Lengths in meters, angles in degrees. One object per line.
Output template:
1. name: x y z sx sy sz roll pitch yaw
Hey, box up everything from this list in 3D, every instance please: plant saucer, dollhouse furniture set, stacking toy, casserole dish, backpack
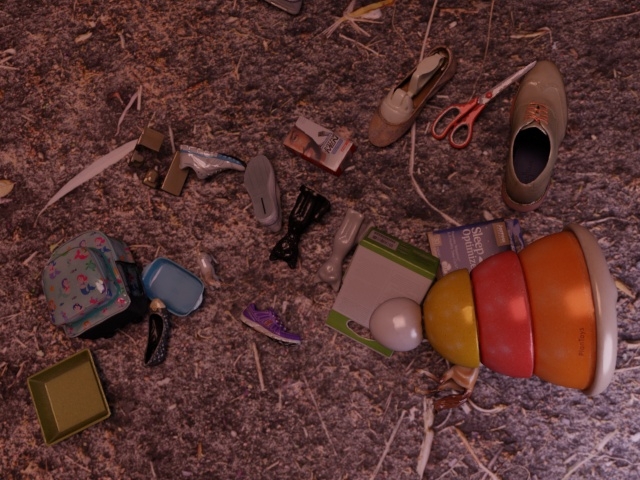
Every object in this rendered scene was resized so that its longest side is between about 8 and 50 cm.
1. plant saucer: -0.636 0.400 1.561 0.188 0.045 0.188 -27 73 4
2. dollhouse furniture set: -0.448 -0.212 1.688 0.151 0.123 0.144 23 80 -20
3. stacking toy: 0.339 0.153 1.283 0.479 0.350 0.351 -4 75 10
4. casserole dish: -0.382 0.122 1.588 0.188 0.037 0.114 29 83 15
5. backpack: -0.585 0.104 1.556 0.225 0.191 0.254 -28 65 11

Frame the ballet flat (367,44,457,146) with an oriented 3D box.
1. ballet flat: 0.229 -0.381 1.563 0.107 0.106 0.316 38 86 17

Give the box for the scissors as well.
1. scissors: 0.404 -0.361 1.536 0.109 0.021 0.297 44 102 20

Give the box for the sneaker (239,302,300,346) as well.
1. sneaker: -0.119 0.206 1.504 0.169 0.068 0.071 27 77 16

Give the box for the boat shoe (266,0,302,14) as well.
1. boat shoe: -0.164 -0.731 1.734 0.267 0.088 0.096 28 59 10

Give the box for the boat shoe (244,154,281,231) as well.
1. boat shoe: -0.147 -0.118 1.585 0.083 0.076 0.226 -16 54 11

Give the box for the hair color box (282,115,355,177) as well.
1. hair color box: -0.003 -0.247 1.601 0.167 0.053 0.093 29 84 17

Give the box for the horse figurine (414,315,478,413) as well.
1. horse figurine: 0.304 0.269 1.404 0.174 0.066 0.264 2 69 4

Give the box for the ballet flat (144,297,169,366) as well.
1. ballet flat: -0.417 0.234 1.544 0.057 0.049 0.173 -1 87 24

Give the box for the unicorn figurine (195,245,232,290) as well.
1. unicorn figurine: -0.276 0.081 1.538 0.060 0.111 0.162 -40 73 -2

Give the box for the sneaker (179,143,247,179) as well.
1. sneaker: -0.291 -0.200 1.637 0.190 0.071 0.083 13 96 6

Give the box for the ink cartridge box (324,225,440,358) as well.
1. ink cartridge box: 0.143 0.125 1.457 0.188 0.097 0.255 27 117 7

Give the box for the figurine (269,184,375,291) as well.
1. figurine: 0.000 0.000 1.530 0.214 0.092 0.210 27 90 15

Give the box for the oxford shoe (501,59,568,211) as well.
1. oxford shoe: 0.525 -0.273 1.457 0.140 0.146 0.397 7 74 14

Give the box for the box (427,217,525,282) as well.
1. box: 0.381 0.025 1.471 0.225 0.036 0.137 -11 74 6
